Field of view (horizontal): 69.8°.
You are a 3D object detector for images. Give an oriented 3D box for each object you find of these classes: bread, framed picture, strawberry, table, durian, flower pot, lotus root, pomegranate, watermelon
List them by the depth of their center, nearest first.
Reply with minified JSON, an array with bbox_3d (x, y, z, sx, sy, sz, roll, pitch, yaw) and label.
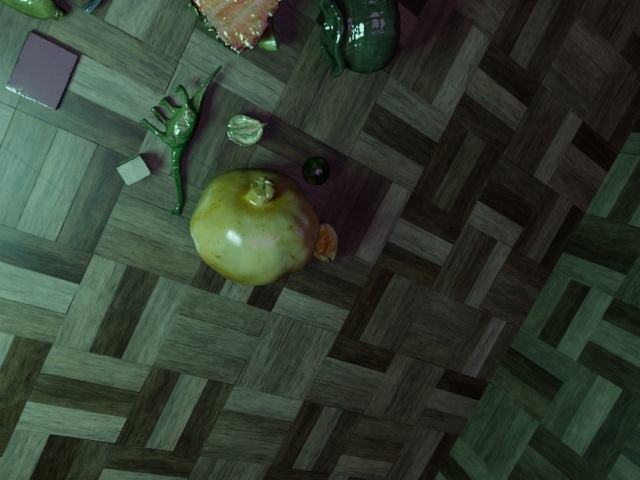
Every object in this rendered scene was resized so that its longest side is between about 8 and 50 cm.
[{"bbox_3d":[-0.762,-0.629,1.188,0.183,0.090,0.077,24,69,-30],"label":"lotus root"},{"bbox_3d":[-0.771,-0.468,1.275,0.128,0.023,0.168,23,97,-27],"label":"framed picture"},{"bbox_3d":[-0.250,-0.719,1.335,0.253,0.150,0.280,31,107,-19],"label":"strawberry"},{"bbox_3d":[-0.573,-0.219,1.410,0.079,0.083,0.062,-30,115,-11],"label":"table"},{"bbox_3d":[-0.178,-0.658,1.434,0.094,0.083,0.157,-32,93,10],"label":"bread"},{"bbox_3d":[0.114,-0.677,1.452,0.213,0.302,0.301,-11,111,-7],"label":"flower pot"},{"bbox_3d":[-0.206,-0.054,1.458,0.412,0.411,0.411,-7,110,-21],"label":"pomegranate"},{"bbox_3d":[-0.237,-0.368,1.513,0.140,0.071,0.110,-17,109,-3],"label":"durian"},{"bbox_3d":[-0.007,-0.249,1.657,0.106,0.062,0.105,-6,104,-22],"label":"watermelon"}]

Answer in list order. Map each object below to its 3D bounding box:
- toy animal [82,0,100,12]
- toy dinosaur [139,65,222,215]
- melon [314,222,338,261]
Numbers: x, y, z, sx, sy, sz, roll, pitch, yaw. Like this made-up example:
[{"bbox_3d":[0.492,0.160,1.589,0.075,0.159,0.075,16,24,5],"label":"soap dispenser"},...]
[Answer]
[{"bbox_3d":[-0.507,-0.776,1.258,0.206,0.081,0.367,12,110,-31],"label":"toy animal"},{"bbox_3d":[-0.404,-0.314,1.452,0.447,0.087,0.301,-41,118,1],"label":"toy dinosaur"},{"bbox_3d":[0.000,0.000,1.743,0.160,0.079,0.128,46,68,-28],"label":"melon"}]
